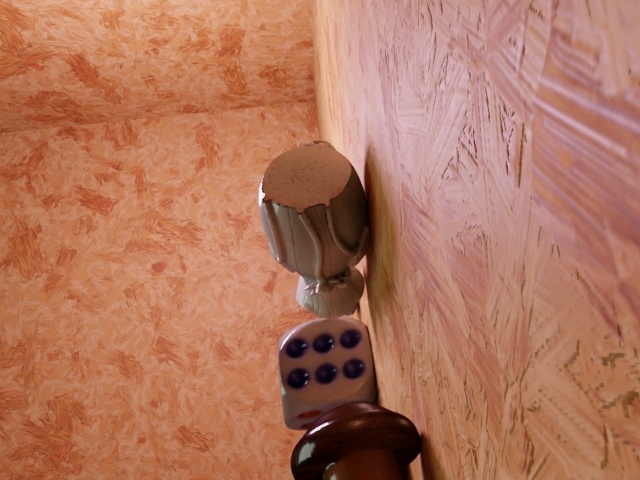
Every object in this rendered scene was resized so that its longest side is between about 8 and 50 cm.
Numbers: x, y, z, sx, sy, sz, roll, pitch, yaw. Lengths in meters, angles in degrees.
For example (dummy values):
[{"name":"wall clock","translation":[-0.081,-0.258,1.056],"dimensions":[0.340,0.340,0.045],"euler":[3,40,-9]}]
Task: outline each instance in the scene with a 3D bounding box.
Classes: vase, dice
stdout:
[{"name":"vase","translation":[0.000,0.000,1.150],"dimensions":[0.446,0.249,0.250],"euler":[78,-176,-51]},{"name":"dice","translation":[0.017,0.374,1.388],"dimensions":[0.251,0.258,0.243],"euler":[87,175,-55]}]

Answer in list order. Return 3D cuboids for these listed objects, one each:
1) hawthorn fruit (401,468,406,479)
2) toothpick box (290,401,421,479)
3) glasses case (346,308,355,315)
[{"name":"hawthorn fruit","translation":[0.086,0.454,0.910],"dimensions":[0.181,0.181,0.235],"euler":[86,165,-65]},{"name":"toothpick box","translation":[0.066,0.368,0.656],"dimensions":[0.192,0.191,0.295],"euler":[85,173,-47]},{"name":"glasses case","translation":[0.084,0.172,1.686],"dimensions":[0.282,0.067,0.109],"euler":[-91,-2,-81]}]
